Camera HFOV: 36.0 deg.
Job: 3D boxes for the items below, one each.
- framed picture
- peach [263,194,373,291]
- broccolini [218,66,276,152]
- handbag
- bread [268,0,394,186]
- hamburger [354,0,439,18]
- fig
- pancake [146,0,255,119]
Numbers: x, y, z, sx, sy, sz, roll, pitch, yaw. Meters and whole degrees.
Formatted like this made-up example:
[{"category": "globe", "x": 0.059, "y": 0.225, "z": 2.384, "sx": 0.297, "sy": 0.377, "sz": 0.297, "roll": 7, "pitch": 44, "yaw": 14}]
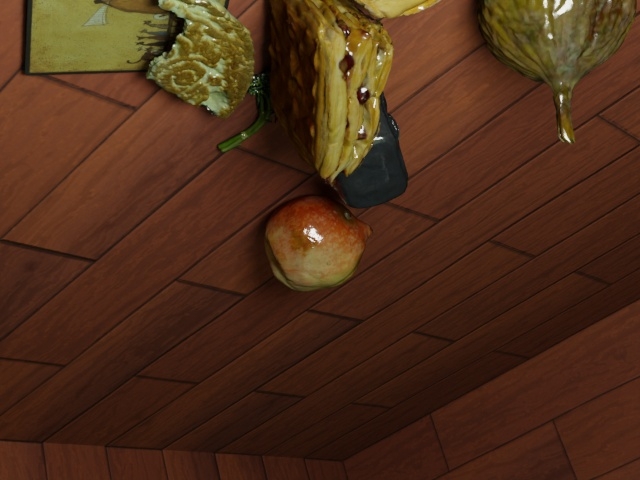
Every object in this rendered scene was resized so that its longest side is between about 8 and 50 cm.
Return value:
[{"category": "framed picture", "x": -0.326, "y": -0.371, "z": 1.671, "sx": 0.338, "sy": 0.014, "sz": 0.255, "roll": -5, "pitch": 149, "yaw": -22}, {"category": "peach", "x": 0.000, "y": 0.000, "z": 2.300, "sx": 0.256, "sy": 0.232, "sz": 0.232, "roll": -21, "pitch": 153, "yaw": -12}, {"category": "broccolini", "x": -0.147, "y": -0.252, "z": 1.948, "sx": 0.123, "sy": 0.062, "sz": 0.271, "roll": 15, "pitch": 142, "yaw": -30}, {"category": "handbag", "x": 0.076, "y": -0.198, "z": 2.023, "sx": 0.181, "sy": 0.181, "sz": 0.254, "roll": -20, "pitch": 149, "yaw": 6}, {"category": "bread", "x": 0.021, "y": -0.287, "z": 1.717, "sx": 0.167, "sy": 0.277, "sz": 0.325, "roll": -15, "pitch": 134, "yaw": -17}, {"category": "hamburger", "x": 0.122, "y": -0.493, "z": 1.570, "sx": 0.259, "sy": 0.145, "sz": 0.283, "roll": -21, "pitch": 156, "yaw": 17}, {"category": "fig", "x": 0.435, "y": -0.347, "z": 1.753, "sx": 0.286, "sy": 0.369, "sz": 0.286, "roll": -8, "pitch": 166, "yaw": -2}, {"category": "pancake", "x": -0.217, "y": -0.325, "z": 1.753, "sx": 0.197, "sy": 0.054, "sz": 0.377, "roll": -15, "pitch": 151, "yaw": -7}]
